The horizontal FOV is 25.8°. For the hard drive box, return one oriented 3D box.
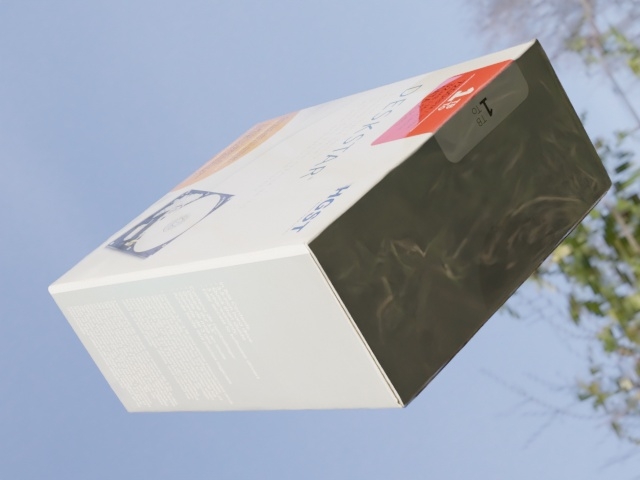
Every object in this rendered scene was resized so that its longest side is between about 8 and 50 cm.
[{"bbox_3d":[0.000,0.000,0.711,0.181,0.232,0.089,-42,-70,-35],"label":"hard drive box"}]
